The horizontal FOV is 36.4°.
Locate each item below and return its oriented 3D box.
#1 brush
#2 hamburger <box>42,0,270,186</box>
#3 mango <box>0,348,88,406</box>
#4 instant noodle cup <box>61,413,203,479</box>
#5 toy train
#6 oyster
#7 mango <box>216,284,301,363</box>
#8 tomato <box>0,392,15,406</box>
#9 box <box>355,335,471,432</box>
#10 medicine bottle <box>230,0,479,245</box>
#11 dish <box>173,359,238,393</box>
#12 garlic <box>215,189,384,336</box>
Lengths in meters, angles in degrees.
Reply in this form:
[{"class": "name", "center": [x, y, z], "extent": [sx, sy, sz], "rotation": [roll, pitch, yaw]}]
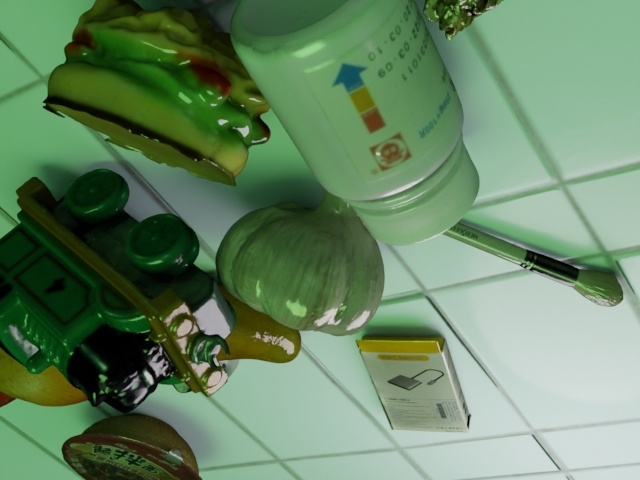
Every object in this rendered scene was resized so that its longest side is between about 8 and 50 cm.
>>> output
[{"class": "brush", "center": [0.236, 0.015, 1.195], "extent": [0.299, 0.042, 0.039], "rotation": [22, 142, -2]}, {"class": "hamburger", "center": [-0.152, -0.159, 0.994], "extent": [0.237, 0.148, 0.237], "rotation": [23, 175, 2]}, {"class": "mango", "center": [-0.405, 0.152, 1.453], "extent": [0.201, 0.199, 0.350], "rotation": [-4, 160, -47]}, {"class": "instant noodle cup", "center": [-0.327, 0.386, 1.778], "extent": [0.274, 0.090, 0.274], "rotation": [10, 141, 8]}, {"class": "toy train", "center": [-0.277, 0.070, 1.197], "extent": [0.429, 0.249, 0.178], "rotation": [33, 155, 38]}, {"class": "oyster", "center": [0.150, -0.260, 0.878], "extent": [0.108, 0.053, 0.165], "rotation": [5, 134, -3]}, {"class": "mango", "center": [-0.136, 0.125, 1.399], "extent": [0.228, 0.099, 0.136], "rotation": [12, 137, -9]}, {"class": "tomato", "center": [-0.606, 0.238, 1.687], "extent": [0.173, 0.099, 0.189], "rotation": [-5, 136, 26]}, {"class": "box", "center": [0.143, 0.211, 1.458], "extent": [0.129, 0.033, 0.247], "rotation": [0, 139, 20]}, {"class": "medicine bottle", "center": [0.047, -0.135, 0.964], "extent": [0.170, 0.170, 0.293], "rotation": [-9, 135, 27]}, {"class": "dish", "center": [-0.206, 0.204, 1.529], "extent": [0.141, 0.078, 0.141], "rotation": [9, 140, 8]}, {"class": "garlic", "center": [0.000, 0.000, 1.172], "extent": [0.219, 0.218, 0.212], "rotation": [21, 100, -7]}]
